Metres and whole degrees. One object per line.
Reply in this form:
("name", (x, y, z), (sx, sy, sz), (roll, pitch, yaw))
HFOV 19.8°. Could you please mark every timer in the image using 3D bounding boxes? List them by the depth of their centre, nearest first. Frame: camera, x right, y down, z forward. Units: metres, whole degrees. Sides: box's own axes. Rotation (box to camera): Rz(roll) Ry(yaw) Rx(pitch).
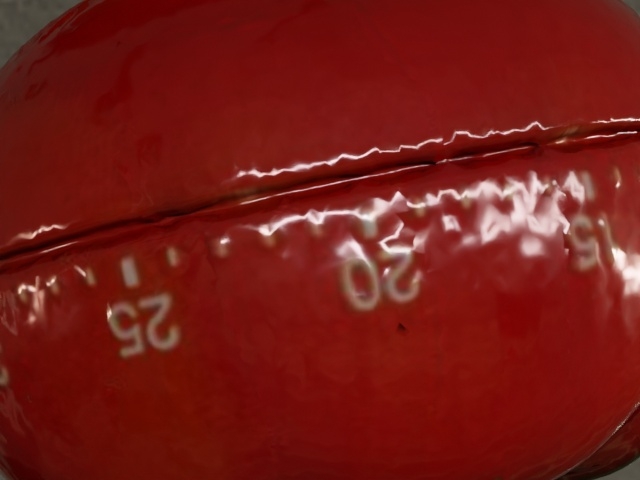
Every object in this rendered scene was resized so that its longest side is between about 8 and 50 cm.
("timer", (0.000, 0.000, 0.889), (0.378, 0.279, 0.378), (-13, 177, -1))
